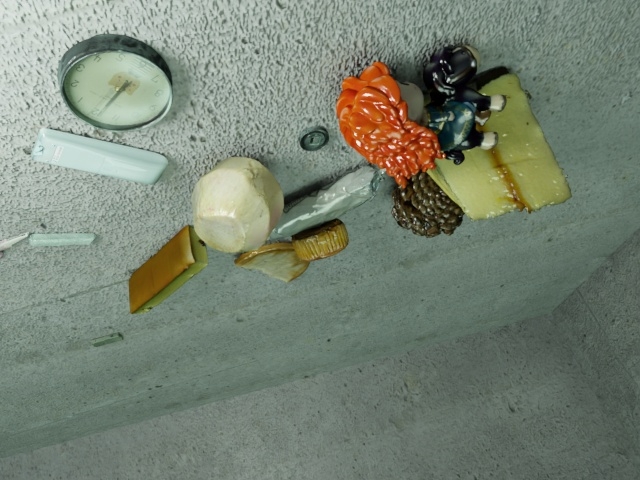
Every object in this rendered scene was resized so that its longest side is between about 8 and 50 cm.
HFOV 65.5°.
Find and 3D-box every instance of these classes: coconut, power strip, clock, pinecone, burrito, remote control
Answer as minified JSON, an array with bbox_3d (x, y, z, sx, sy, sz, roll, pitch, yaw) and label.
[{"bbox_3d":[-0.217,-0.099,1.338,0.259,0.259,0.259,-13,150,-8],"label":"coconut"},{"bbox_3d":[-0.886,0.412,2.053,0.136,0.019,0.051,-16,152,-2],"label":"power strip"},{"bbox_3d":[-0.423,-0.318,1.038,0.226,0.049,0.226,-13,149,-8],"label":"clock"},{"bbox_3d":[0.348,-0.122,1.597,0.244,0.243,0.257,-19,176,3],"label":"pinecone"},{"bbox_3d":[0.024,-0.118,1.555,0.446,0.101,0.139,-25,153,11],"label":"burrito"},{"bbox_3d":[-0.522,-0.191,1.198,0.293,0.051,0.103,10,141,-38],"label":"remote control"},{"bbox_3d":[-0.018,-0.276,1.350,0.085,0.017,0.085,-13,150,-7],"label":"clock"}]

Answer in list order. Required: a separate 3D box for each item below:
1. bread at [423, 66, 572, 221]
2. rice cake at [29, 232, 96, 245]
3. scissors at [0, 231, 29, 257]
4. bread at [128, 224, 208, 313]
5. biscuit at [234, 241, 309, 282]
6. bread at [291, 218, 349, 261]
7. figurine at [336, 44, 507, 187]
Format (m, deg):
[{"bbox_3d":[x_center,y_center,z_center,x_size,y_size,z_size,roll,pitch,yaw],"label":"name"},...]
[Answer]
[{"bbox_3d":[0.462,-0.240,1.363,0.346,0.405,0.242,-30,161,-3],"label":"bread"},{"bbox_3d":[-0.736,-0.003,1.425,0.171,0.029,0.033,-3,141,-26],"label":"rice cake"},{"bbox_3d":[-0.881,0.013,1.381,0.176,0.022,0.085,-21,149,13],"label":"scissors"},{"bbox_3d":[-0.503,0.103,1.615,0.361,0.138,0.077,-35,148,29],"label":"bread"},{"bbox_3d":[-0.152,0.072,1.841,0.205,0.040,0.309,-31,148,24],"label":"biscuit"},{"bbox_3d":[0.001,0.000,1.647,0.199,0.104,0.199,-19,-166,5],"label":"bread"},{"bbox_3d":[0.253,-0.309,1.213,0.412,0.241,0.306,-23,124,-5],"label":"figurine"}]
